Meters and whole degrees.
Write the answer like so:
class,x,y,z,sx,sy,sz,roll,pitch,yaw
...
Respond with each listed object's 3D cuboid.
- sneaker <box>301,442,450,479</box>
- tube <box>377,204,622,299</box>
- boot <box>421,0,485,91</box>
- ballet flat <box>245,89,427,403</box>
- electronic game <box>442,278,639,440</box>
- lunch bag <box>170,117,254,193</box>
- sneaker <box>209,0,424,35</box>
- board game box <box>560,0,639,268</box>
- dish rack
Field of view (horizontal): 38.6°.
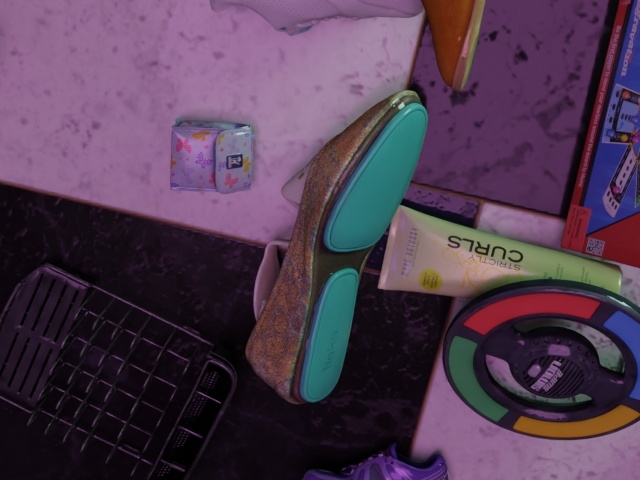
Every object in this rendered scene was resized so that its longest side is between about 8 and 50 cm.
class,x,y,z,sx,sy,sz,roll,pitch,yaw
sneaker,0.062,0.267,1.044,0.170,0.068,0.071,-1,93,-2
tube,0.184,0.032,0.947,0.240,0.070,0.062,13,150,6
boot,0.047,-0.280,0.802,0.211,0.104,0.295,6,82,4
ballet flat,0.000,0.000,0.935,0.123,0.123,0.348,18,107,0
electronic game,0.240,0.128,0.941,0.229,0.048,0.229,9,132,10
lunch bag,-0.111,-0.087,0.942,0.083,0.053,0.071,4,110,-5
sneaker,-0.004,-0.235,0.878,0.212,0.080,0.094,13,130,-1
board game box,0.333,-0.107,0.872,0.145,0.027,0.281,16,111,22
dish rack,-0.244,0.156,1.026,0.272,0.074,0.208,27,108,-3
